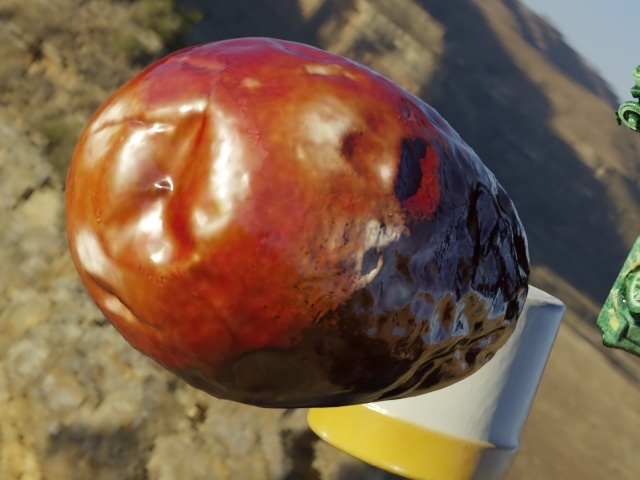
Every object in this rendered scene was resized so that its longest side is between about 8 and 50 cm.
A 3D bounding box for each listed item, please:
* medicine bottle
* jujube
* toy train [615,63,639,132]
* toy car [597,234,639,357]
[{"bbox_3d":[0.131,0.138,1.733,0.238,0.232,0.238,19,3,-1],"label":"medicine bottle"},{"bbox_3d":[0.000,0.000,0.906,0.223,0.223,0.318,43,13,33],"label":"jujube"},{"bbox_3d":[0.355,-0.099,1.492,0.099,0.070,0.172,15,-34,46],"label":"toy train"},{"bbox_3d":[0.348,-0.039,1.239,0.141,0.321,0.097,19,18,-21],"label":"toy car"}]
